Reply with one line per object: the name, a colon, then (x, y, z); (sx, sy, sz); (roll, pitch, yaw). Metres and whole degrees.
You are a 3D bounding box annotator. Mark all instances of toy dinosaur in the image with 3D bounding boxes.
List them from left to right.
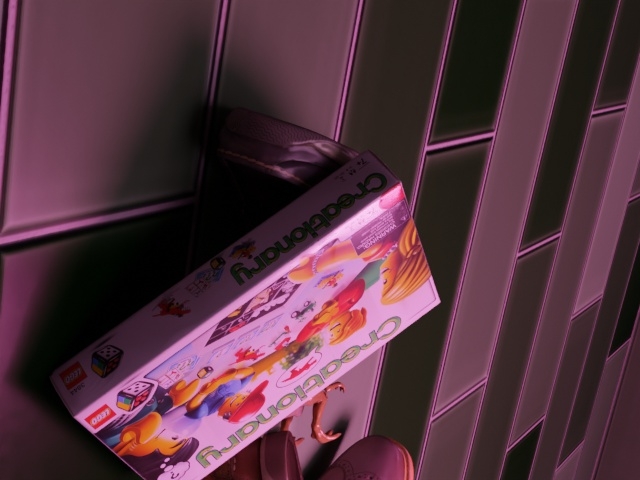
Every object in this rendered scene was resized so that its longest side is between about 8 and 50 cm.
toy dinosaur: (-0.027, 0.170, 1.114); (0.211, 0.064, 0.112); (-37, 120, -61)

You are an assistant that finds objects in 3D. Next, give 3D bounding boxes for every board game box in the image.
board game box: (-0.048, 0.078, 0.871); (0.305, 0.053, 0.193); (-36, 145, -7)

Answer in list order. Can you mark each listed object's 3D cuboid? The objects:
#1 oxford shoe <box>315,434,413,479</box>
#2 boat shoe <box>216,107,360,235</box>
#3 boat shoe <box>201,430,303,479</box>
oxford shoe: (-0.011, 0.347, 1.172); (0.364, 0.130, 0.133); (-52, 141, -32)
boat shoe: (0.000, 0.000, 0.960); (0.130, 0.132, 0.355); (-65, 151, -11)
boat shoe: (-0.057, 0.333, 1.038); (0.111, 0.104, 0.307); (-67, 149, -78)
